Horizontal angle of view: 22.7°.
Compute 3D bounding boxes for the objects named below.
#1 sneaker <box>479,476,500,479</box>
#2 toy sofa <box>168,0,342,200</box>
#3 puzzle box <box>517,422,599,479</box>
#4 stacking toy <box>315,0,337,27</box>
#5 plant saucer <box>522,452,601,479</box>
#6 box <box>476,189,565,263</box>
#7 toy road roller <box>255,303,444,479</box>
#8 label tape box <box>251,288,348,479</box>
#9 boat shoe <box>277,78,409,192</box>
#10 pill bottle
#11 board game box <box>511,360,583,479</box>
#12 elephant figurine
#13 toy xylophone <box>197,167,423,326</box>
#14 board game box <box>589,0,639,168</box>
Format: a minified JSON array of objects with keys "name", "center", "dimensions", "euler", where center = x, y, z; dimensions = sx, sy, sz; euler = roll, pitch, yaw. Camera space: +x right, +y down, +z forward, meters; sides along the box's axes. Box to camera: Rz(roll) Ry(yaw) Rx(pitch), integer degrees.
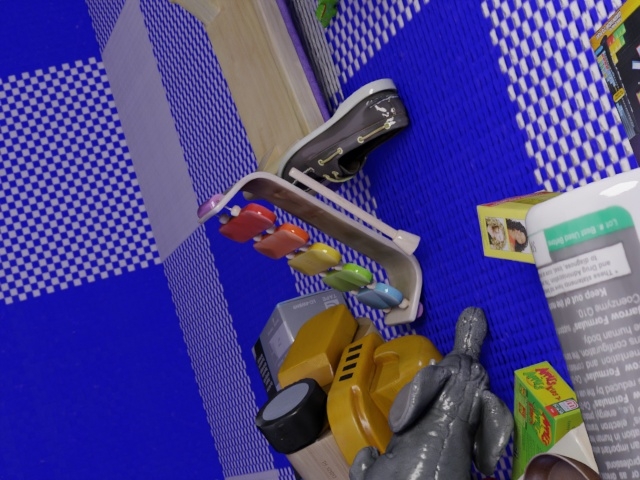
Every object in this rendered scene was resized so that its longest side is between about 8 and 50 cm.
[{"name":"sneaker","center":[0.179,0.336,2.033],"dimensions":[0.221,0.087,0.128],"euler":[98,150,-50]},{"name":"toy sofa","center":[-0.058,-0.242,2.233],"dimensions":[0.150,0.177,0.363],"euler":[-41,62,44]},{"name":"puzzle box","center":[0.279,0.379,1.711],"dimensions":[0.272,0.052,0.409],"euler":[61,155,17]},{"name":"stacking toy","center":[-0.024,-0.410,2.092],"dimensions":[0.221,0.052,0.167],"euler":[98,152,-53]},{"name":"plant saucer","center":[0.260,0.284,1.575],"dimensions":[0.168,0.029,0.168],"euler":[44,145,42]},{"name":"box","center":[0.239,-0.011,1.553],"dimensions":[0.232,0.087,0.058],"euler":[-170,69,-72]},{"name":"toy road roller","center":[0.087,0.206,2.056],"dimensions":[0.202,0.240,0.329],"euler":[55,-157,-15]},{"name":"label tape box","center":[0.014,0.276,2.451],"dimensions":[0.249,0.115,0.348],"euler":[122,132,-67]},{"name":"boat shoe","center":[0.027,-0.115,2.028],"dimensions":[0.228,0.081,0.069],"euler":[-42,69,41]},{"name":"pill bottle","center":[0.305,0.118,1.256],"dimensions":[0.204,0.204,0.361],"euler":[150,105,-72]},{"name":"board game box","center":[0.254,0.236,1.780],"dimensions":[0.092,0.043,0.181],"euler":[-128,28,-50]},{"name":"elephant figurine","center":[0.140,0.204,1.823],"dimensions":[0.186,0.169,0.239],"euler":[31,102,45]},{"name":"toy xylophone","center":[0.000,0.000,2.066],"dimensions":[0.081,0.322,0.236],"euler":[-64,3,-14]},{"name":"board game box","center":[0.297,-0.142,1.324],"dimensions":[0.170,0.048,0.141],"euler":[127,127,-69]}]
